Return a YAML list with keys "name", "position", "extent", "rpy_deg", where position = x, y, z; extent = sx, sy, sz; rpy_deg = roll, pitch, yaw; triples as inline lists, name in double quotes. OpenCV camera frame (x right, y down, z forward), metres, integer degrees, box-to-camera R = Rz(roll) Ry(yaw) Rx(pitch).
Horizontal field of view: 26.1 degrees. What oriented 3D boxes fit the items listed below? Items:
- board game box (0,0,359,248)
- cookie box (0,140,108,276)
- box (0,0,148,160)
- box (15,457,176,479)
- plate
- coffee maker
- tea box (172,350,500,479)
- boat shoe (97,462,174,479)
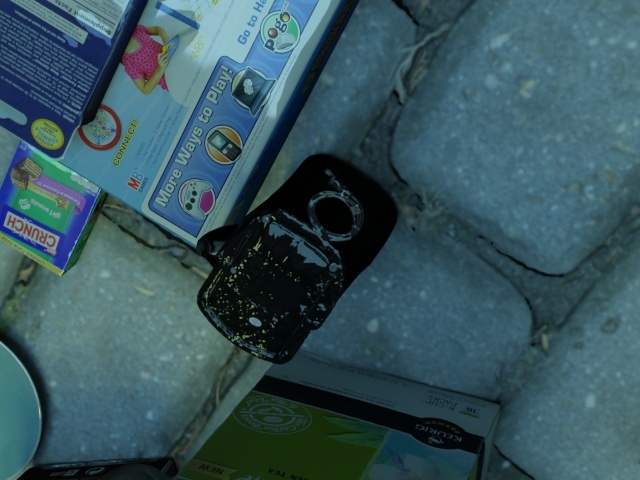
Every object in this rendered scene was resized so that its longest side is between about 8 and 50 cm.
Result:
- name: "board game box"
  position: [-0.146, -0.197, 1.194]
  extent: [0.302, 0.086, 0.308]
  rpy_deg: [32, 114, 5]
- name: "cookie box"
  position: [-0.255, -0.036, 1.304]
  extent: [0.092, 0.040, 0.107]
  rpy_deg: [30, 114, 5]
- name: "box"
  position: [-0.223, -0.193, 1.150]
  extent: [0.136, 0.036, 0.225]
  rpy_deg: [32, 112, 5]
- name: "box"
  position: [-0.226, 0.341, 1.348]
  extent: [0.169, 0.167, 0.203]
  rpy_deg: [-6, 106, 16]
- name: "plate"
  position: [-0.366, 0.165, 1.413]
  extent: [0.188, 0.024, 0.188]
  rpy_deg: [5, 108, 16]
- name: "coffee maker"
  position: [0.000, 0.000, 1.163]
  extent: [0.171, 0.178, 0.120]
  rpy_deg: [-30, 99, 26]
- name: "tea box"
  position: [-0.005, 0.319, 1.190]
  extent: [0.220, 0.323, 0.328]
  rpy_deg: [14, 110, 12]
- name: "boat shoe"
  position: [-0.114, 0.317, 0.984]
  extent: [0.116, 0.123, 0.324]
  rpy_deg: [-12, 100, 25]
